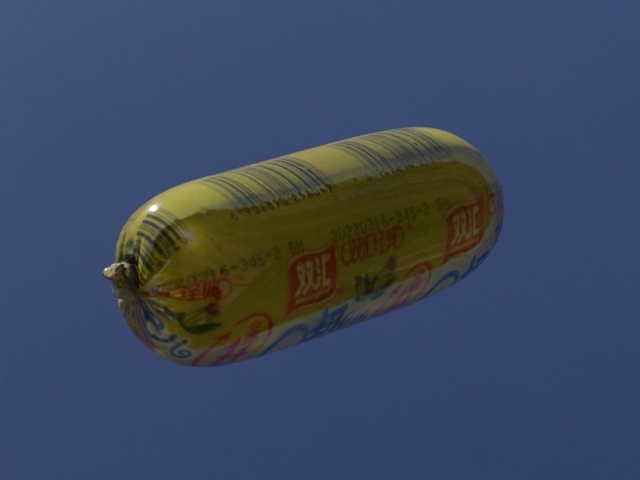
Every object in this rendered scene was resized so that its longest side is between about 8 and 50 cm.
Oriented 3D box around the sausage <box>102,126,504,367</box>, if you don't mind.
[{"bbox_3d":[0.000,0.000,1.246,0.347,0.123,0.123,-16,-77,-40],"label":"sausage"}]
